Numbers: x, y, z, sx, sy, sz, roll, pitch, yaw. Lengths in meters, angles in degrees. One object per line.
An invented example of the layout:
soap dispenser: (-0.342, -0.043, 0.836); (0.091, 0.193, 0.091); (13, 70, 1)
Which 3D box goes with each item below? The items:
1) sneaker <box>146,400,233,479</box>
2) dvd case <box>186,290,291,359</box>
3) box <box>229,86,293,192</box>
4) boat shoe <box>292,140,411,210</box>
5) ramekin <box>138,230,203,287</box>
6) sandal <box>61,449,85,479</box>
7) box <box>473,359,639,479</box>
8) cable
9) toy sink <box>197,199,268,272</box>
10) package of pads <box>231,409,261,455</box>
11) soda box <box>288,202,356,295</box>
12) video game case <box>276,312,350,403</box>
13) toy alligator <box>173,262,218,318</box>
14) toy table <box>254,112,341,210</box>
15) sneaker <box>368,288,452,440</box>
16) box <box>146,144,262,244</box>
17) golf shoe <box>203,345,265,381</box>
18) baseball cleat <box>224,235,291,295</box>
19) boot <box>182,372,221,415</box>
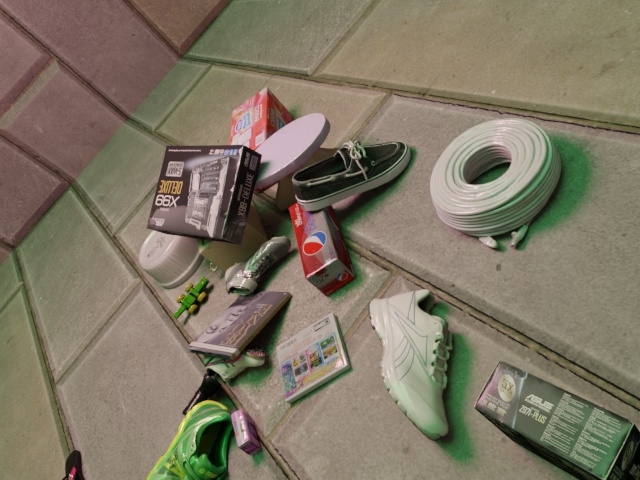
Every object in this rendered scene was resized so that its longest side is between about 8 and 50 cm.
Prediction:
sneaker: (-0.267, 0.471, 1.090); (0.124, 0.109, 0.295); (-5, 54, 45)
dvd case: (-0.191, 0.192, 1.270); (0.165, 0.018, 0.221); (-2, 33, 42)
box: (-0.182, -0.315, 1.672); (0.154, 0.142, 0.299); (-29, 41, 22)
boat shoe: (0.074, -0.182, 1.281); (0.306, 0.104, 0.113); (-22, 43, -5)
ramekin: (-0.462, 0.033, 1.655); (0.207, 0.109, 0.207); (-24, 44, 26)
sandal: (-0.640, 0.608, 1.371); (0.067, 0.040, 0.179); (-47, 38, 0)
box: (0.319, 0.251, 0.705); (0.180, 0.147, 0.077); (21, 73, 50)
cable: (0.337, -0.128, 1.067); (0.257, 0.089, 0.257); (-51, 38, -6)
toy sink: (-0.266, -0.050, 1.526); (0.153, 0.131, 0.234); (-38, 39, 11)
package of pads: (-0.153, 0.393, 1.099); (0.032, 0.050, 0.083); (-35, 39, 2)
soda box: (0.000, 0.000, 1.274); (0.092, 0.083, 0.263); (-33, 39, 16)
video game case: (-0.019, 0.246, 1.130); (0.157, 0.019, 0.143); (-34, 40, 15)
toy alligator: (-0.342, 0.140, 1.500); (0.189, 0.056, 0.051); (-53, -3, -6)
toy table: (-0.058, -0.200, 1.442); (0.274, 0.161, 0.252); (-26, 42, 23)
sneaker: (0.170, 0.196, 0.931); (0.129, 0.111, 0.297); (-27, 43, 15)
box: (-0.313, -0.126, 1.420); (0.308, 0.077, 0.242); (8, 82, 37)
golf shoe: (-0.196, 0.282, 1.237); (0.186, 0.068, 0.085); (-6, 79, 41)
baseball cleat: (-0.154, 0.074, 1.364); (0.206, 0.072, 0.109); (-35, 40, 18)
boot: (-0.270, 0.354, 1.206); (0.099, 0.045, 0.121); (-52, -4, -22)
